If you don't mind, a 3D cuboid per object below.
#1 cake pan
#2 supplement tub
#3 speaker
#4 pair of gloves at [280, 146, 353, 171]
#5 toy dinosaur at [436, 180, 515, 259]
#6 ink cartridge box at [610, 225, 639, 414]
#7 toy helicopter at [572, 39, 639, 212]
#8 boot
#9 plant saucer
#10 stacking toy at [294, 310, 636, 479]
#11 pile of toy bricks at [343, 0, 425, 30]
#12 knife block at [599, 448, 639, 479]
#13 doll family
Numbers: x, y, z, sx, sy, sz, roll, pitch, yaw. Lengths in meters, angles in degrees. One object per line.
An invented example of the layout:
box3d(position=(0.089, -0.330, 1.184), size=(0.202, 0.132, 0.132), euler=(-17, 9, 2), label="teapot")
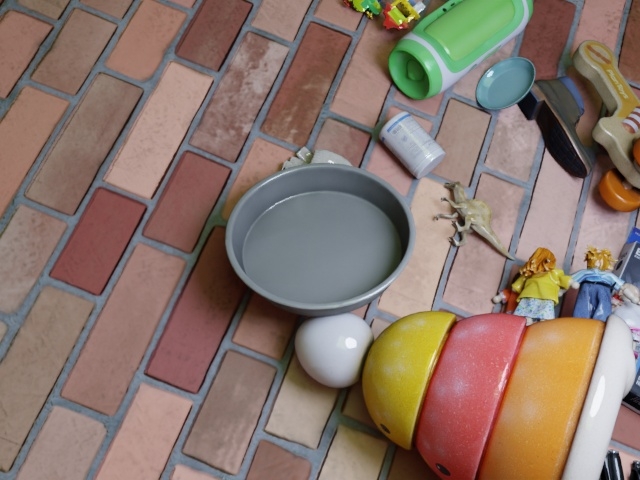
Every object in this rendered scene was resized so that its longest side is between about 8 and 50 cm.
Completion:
box3d(position=(0.000, 0.000, 1.313), size=(0.293, 0.054, 0.293), euler=(-1, 50, 2), label="cake pan")
box3d(position=(0.161, -0.170, 1.495), size=(0.071, 0.071, 0.107), euler=(-35, 77, -23), label="supplement tub")
box3d(position=(0.265, -0.384, 1.585), size=(0.296, 0.131, 0.131), euler=(-38, 77, -24), label="speaker")
box3d(position=(-0.002, -0.046, 1.422), size=(0.204, 0.042, 0.240), euler=(33, 63, 5), label="pair of gloves")
box3d(position=(0.264, -0.032, 1.461), size=(0.093, 0.053, 0.183), euler=(-29, 74, -23), label="toy dinosaur")
box3d(position=(0.564, 0.125, 1.442), size=(0.165, 0.065, 0.332), euler=(30, 63, 4), label="ink cartridge box")
box3d(position=(0.581, -0.229, 1.537), size=(0.235, 0.140, 0.355), euler=(-10, 62, -23), label="toy helicopter")
box3d(position=(0.467, -0.221, 1.573), size=(0.106, 0.082, 0.219), euler=(-23, 70, -17), label="boot")
box3d(position=(0.351, -0.290, 1.584), size=(0.021, 0.119, 0.119), euler=(40, 54, -41), label="plant saucer")
box3d(position=(0.185, 0.218, 1.242), size=(0.480, 0.350, 0.350), euler=(17, 62, 19), label="stacking toy")
box3d(position=(0.093, -0.482, 1.624), size=(0.105, 0.118, 0.212), euler=(-41, 95, 4), label="pile of toy bricks")
box3d(position=(0.455, 0.453, 1.252), size=(0.242, 0.088, 0.276), euler=(43, 65, 11), label="knife block")
box3d(position=(0.409, 0.086, 1.359), size=(0.263, 0.118, 0.163), euler=(6, 58, 18), label="doll family")
